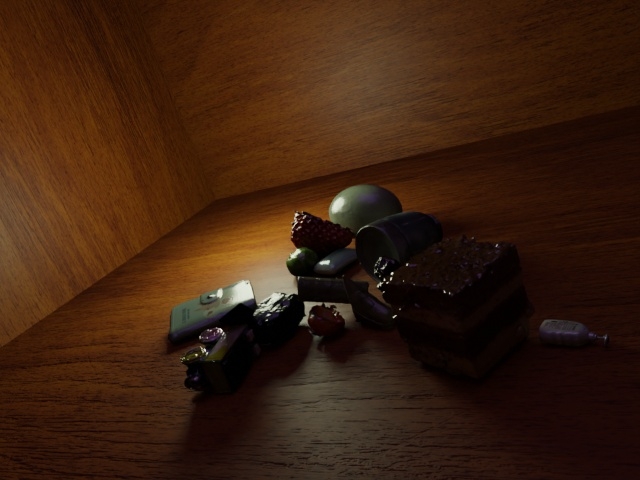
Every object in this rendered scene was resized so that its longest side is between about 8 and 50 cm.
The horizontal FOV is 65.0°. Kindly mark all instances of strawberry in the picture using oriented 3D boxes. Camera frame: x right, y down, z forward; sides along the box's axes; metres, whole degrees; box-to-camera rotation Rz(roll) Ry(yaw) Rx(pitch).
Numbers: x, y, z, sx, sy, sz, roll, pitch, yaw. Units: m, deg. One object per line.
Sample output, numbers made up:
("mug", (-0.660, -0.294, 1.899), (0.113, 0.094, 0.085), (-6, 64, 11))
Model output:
("strawberry", (0.017, 0.267, 1.656), (0.121, 0.082, 0.188), (14, 8, 1))
("strawberry", (-0.005, 0.004, 2.251), (0.280, 0.253, 0.150), (20, 70, 8))

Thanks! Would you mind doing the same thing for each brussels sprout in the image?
("brussels sprout", (-0.076, 0.089, 2.158), (0.155, 0.117, 0.155), (-18, 28, 10))

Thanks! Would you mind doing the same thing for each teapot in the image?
("teapot", (0.302, 0.020, 1.904), (0.312, 0.233, 0.315), (-23, -9, -32))

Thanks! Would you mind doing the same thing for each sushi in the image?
("sushi", (-0.145, 0.263, 1.714), (0.127, 0.124, 0.225), (1, 25, 32))

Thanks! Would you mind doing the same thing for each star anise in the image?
("star anise", (0.248, 0.141, 1.590), (0.126, 0.190, 0.220), (-23, 18, -23))

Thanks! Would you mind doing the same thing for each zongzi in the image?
("zongzi", (0.159, 0.189, 1.564), (0.081, 0.178, 0.189), (-39, 27, -30))

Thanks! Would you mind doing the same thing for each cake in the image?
("cake", (0.350, 0.169, 1.275), (0.282, 0.290, 0.256), (-30, 21, -28))

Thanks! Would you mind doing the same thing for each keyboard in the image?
("keyboard", (-0.272, 0.245, 1.665), (0.103, 0.381, 0.041), (-39, 64, -1))

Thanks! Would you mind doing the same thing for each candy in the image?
("candy", (0.069, 0.086, 2.098), (0.174, 0.071, 0.138), (-32, 19, -36))

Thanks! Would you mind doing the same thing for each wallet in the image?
("wallet", (-0.434, 0.279, 2.026), (0.361, 0.083, 0.252), (-20, 24, -6))

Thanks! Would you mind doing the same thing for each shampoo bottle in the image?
("shampoo bottle", (0.622, 0.229, 1.230), (0.152, 0.045, 0.077), (-2, 23, 44))

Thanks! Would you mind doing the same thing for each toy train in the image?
("toy train", (-0.316, 0.368, 1.579), (0.178, 0.134, 0.261), (-10, 21, 22))

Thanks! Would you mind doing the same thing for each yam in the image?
("yam", (0.046, 0.173, 1.724), (0.260, 0.093, 0.093), (4, 18, -6))

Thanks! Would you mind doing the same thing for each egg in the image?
("egg", (0.202, -0.128, 2.285), (0.352, 0.258, 0.258), (0, 26, 41))
